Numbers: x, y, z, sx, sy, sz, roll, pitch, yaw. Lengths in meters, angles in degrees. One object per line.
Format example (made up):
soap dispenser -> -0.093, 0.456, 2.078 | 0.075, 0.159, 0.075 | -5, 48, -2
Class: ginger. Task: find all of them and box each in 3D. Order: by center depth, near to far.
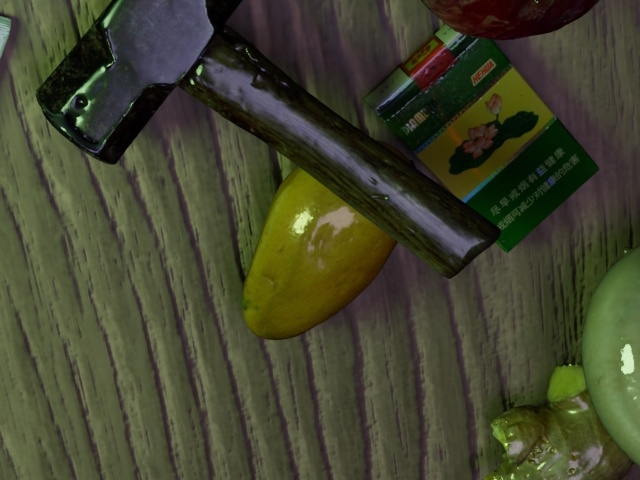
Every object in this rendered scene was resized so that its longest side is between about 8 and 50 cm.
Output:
ginger -> 0.268, 0.226, 1.796 | 0.216, 0.102, 0.157 | -30, 116, -4

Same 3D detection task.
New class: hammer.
hammer -> -0.021, -0.098, 1.459 | 0.409, 0.095, 0.242 | 36, 97, -12

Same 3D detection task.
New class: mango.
mango -> 0.000, 0.000, 1.576 | 0.227, 0.109, 0.147 | -51, 145, 10

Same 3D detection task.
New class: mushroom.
mushroom -> 0.427, 0.110, 1.662 | 0.293, 0.290, 0.292 | 7, 69, -20

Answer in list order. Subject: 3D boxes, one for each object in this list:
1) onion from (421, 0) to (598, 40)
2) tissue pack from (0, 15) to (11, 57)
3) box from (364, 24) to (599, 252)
onion -> 0.176, -0.296, 1.435 | 0.246, 0.190, 0.246 | -12, 112, -32
tissue pack -> -0.354, -0.118, 1.428 | 0.123, 0.026, 0.193 | 13, 112, -26
box -> 0.163, -0.104, 1.622 | 0.132, 0.034, 0.235 | -43, 123, 6
